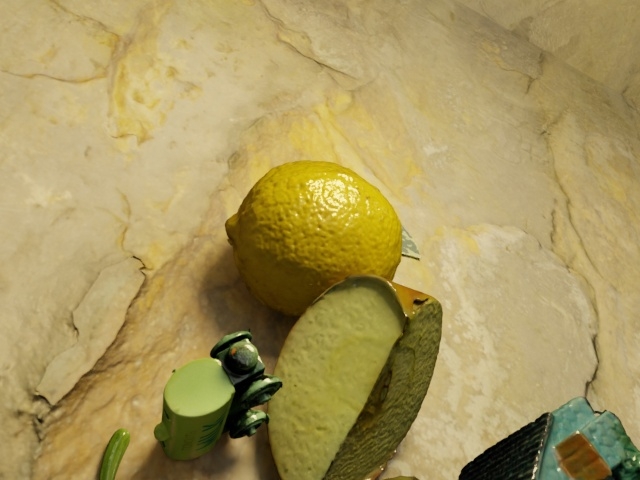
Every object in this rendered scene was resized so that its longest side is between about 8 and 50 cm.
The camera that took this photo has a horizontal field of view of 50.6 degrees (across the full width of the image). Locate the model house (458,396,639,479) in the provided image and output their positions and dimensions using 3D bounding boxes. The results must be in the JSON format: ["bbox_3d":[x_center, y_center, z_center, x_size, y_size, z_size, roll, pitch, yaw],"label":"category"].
[{"bbox_3d":[0.325,0.392,0.991,0.241,0.261,0.226,-9,57,-37],"label":"model house"}]

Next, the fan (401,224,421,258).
[{"bbox_3d":[0.112,-0.032,1.423,0.240,0.009,0.131,29,43,-5],"label":"fan"}]

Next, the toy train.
[{"bbox_3d":[-0.147,0.217,0.892,0.157,0.253,0.105,-25,68,-26],"label":"toy train"}]

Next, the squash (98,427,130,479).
[{"bbox_3d":[-0.276,0.292,0.898,0.027,0.027,0.089,23,48,-11],"label":"squash"}]

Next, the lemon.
[{"bbox_3d":[0.000,0.000,1.146,0.322,0.268,0.268,4,51,-21],"label":"lemon"}]

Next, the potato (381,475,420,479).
[{"bbox_3d":[0.098,0.403,0.981,0.188,0.085,0.105,-13,66,-44],"label":"potato"}]

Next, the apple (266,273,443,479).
[{"bbox_3d":[0.054,0.221,1.017,0.254,0.179,0.346,28,81,-7],"label":"apple"}]
